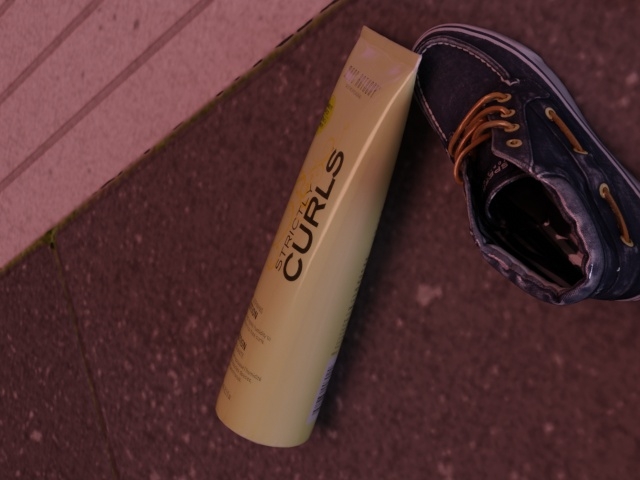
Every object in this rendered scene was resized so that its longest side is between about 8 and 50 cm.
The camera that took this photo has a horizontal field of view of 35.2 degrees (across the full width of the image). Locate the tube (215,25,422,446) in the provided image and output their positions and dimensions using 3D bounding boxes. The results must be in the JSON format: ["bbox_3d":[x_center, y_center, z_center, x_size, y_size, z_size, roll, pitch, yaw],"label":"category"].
[{"bbox_3d":[0.000,0.000,0.574,0.070,0.062,0.240,28,108,26],"label":"tube"}]

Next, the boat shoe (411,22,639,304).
[{"bbox_3d":[0.087,-0.045,0.477,0.183,0.083,0.065,51,123,28],"label":"boat shoe"}]
